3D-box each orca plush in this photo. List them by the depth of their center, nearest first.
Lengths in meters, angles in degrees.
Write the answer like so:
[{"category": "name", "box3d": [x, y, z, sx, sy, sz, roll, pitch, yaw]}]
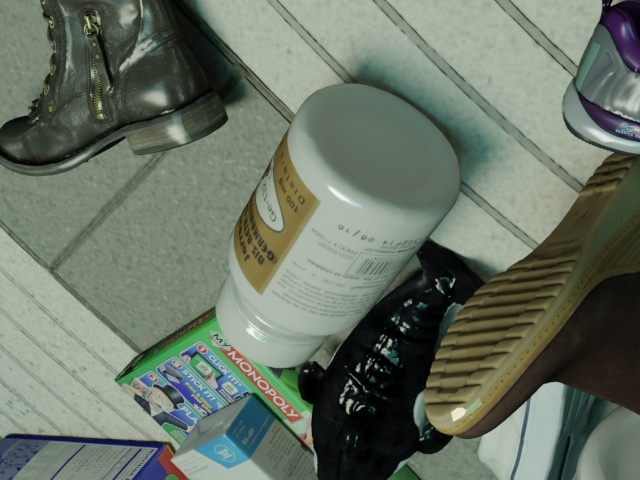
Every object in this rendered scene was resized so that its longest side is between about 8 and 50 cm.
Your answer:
[{"category": "orca plush", "box3d": [0.059, 0.147, 0.772, 0.151, 0.102, 0.287, 36, 123, -4]}]

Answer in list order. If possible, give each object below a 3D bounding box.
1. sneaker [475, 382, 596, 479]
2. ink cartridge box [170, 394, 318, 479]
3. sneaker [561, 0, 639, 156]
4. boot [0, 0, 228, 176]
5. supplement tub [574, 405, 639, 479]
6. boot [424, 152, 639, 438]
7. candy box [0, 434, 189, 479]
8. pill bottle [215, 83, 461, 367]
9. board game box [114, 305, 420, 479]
[{"category": "sneaker", "box3d": [0.172, 0.110, 0.720, 0.091, 0.094, 0.258, 30, 128, 34]}, {"category": "ink cartridge box", "box3d": [-0.052, 0.253, 0.914, 0.180, 0.060, 0.104, 47, 132, -10]}, {"category": "sneaker", "box3d": [0.261, -0.082, 0.527, 0.224, 0.083, 0.098, 19, 127, 17]}, {"category": "boot", "box3d": [-0.202, -0.180, 0.720, 0.263, 0.091, 0.229, -7, 115, 29]}, {"category": "supplement tub", "box3d": [0.317, 0.287, 0.704, 0.194, 0.193, 0.316, 1, 125, 29]}, {"category": "boot", "box3d": [0.203, 0.085, 0.584, 0.207, 0.248, 0.090, 49, 161, -16]}, {"category": "candy box", "box3d": [-0.290, 0.396, 1.182, 0.317, 0.122, 0.268, -5, 121, 33]}, {"category": "pill bottle", "box3d": [0.000, 0.000, 0.701, 0.131, 0.131, 0.229, 35, 134, 1]}, {"category": "board game box", "box3d": [-0.050, 0.217, 0.959, 0.317, 0.046, 0.213, 48, 132, -11]}]
